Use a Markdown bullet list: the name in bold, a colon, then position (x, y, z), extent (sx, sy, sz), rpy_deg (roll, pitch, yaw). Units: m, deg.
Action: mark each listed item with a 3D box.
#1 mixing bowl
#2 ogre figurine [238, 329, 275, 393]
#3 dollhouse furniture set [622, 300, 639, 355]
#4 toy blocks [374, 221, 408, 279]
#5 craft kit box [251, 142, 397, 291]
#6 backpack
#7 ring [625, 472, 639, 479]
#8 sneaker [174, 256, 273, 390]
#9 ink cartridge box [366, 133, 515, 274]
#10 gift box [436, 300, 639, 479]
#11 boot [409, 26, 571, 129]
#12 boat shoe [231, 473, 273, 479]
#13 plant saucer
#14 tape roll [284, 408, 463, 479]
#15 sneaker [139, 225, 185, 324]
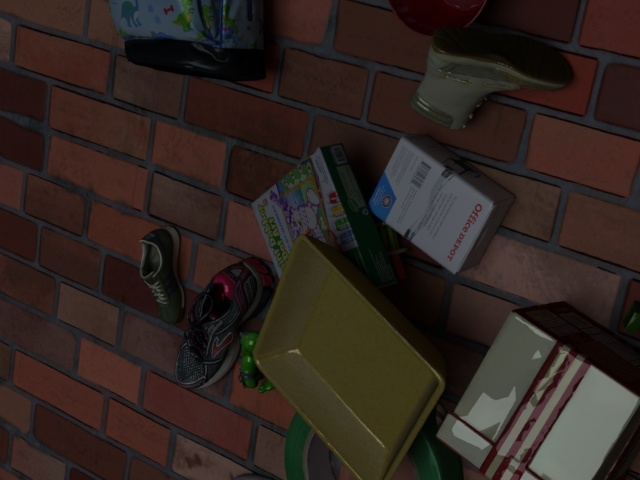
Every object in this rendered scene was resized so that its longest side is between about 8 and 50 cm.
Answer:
- **mixing bowl**: position (0.196, -0.396, 1.729), extent (0.181, 0.098, 0.181), rpy_deg (7, 102, 34)
- **ogre figurine**: position (-0.072, 0.208, 2.044), extent (0.197, 0.097, 0.118), rpy_deg (2, 118, 50)
- **dollhouse furniture set**: position (0.512, 0.147, 1.659), extent (0.152, 0.058, 0.076), rpy_deg (27, 107, 8)
- **toy blocks**: position (0.095, 0.045, 1.913), extent (0.123, 0.054, 0.148), rpy_deg (-11, 93, 37)
- **craft kit box**: position (0.000, 0.000, 1.918), extent (0.247, 0.061, 0.249), rpy_deg (-38, 71, 55)
- **backpack**: position (-0.229, -0.466, 1.947), extent (0.290, 0.273, 0.355), rpy_deg (15, 95, 39)
- **ring**: position (0.423, 0.508, 1.786), extent (0.337, 0.032, 0.336), rpy_deg (8, 104, 35)
- **sneaker**: position (-0.204, 0.155, 2.112), extent (0.121, 0.112, 0.299), rpy_deg (41, 120, 22)
- **ink cartridge box**: position (0.187, -0.059, 1.811), extent (0.191, 0.082, 0.139), rpy_deg (38, 119, 22)
- **gift box**: position (0.332, 0.246, 1.675), extent (0.276, 0.255, 0.258), rpy_deg (36, 108, 31)
- **boot**: position (0.251, -0.232, 1.727), extent (0.213, 0.077, 0.165), rpy_deg (11, 145, -5)
- **boat shoe**: position (-0.082, 0.518, 2.109), extent (0.268, 0.088, 0.096), rpy_deg (27, 114, 28)
- **plant saucer**: position (0.055, 0.190, 1.820), extent (0.333, 0.081, 0.332), rpy_deg (46, 138, 23)
- **tape roll**: position (0.087, 0.395, 1.974), extent (0.321, 0.077, 0.321), rpy_deg (8, 104, 33)
- **sneaker**: position (-0.311, 0.072, 2.185), extent (0.064, 0.086, 0.192), rpy_deg (6, 103, 34)
